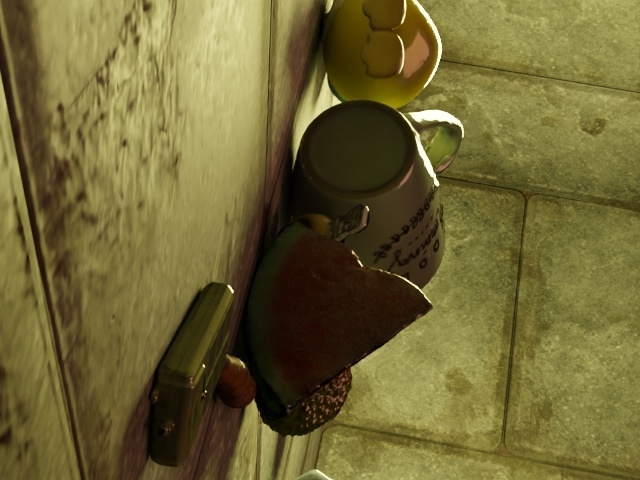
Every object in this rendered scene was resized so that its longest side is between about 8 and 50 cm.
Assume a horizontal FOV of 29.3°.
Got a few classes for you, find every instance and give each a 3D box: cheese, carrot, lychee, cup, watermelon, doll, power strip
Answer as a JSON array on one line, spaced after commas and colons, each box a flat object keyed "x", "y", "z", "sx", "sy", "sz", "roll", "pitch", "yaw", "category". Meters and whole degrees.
[{"x": 0.001, "y": 0.000, "z": 1.301, "sx": 0.162, "sy": 0.036, "sz": 0.086, "roll": -27, "pitch": -139, "yaw": 50, "category": "cheese"}, {"x": -0.078, "y": 0.117, "z": 1.057, "sx": 0.165, "sy": 0.035, "sz": 0.036, "roll": 81, "pitch": 20, "yaw": -70, "category": "carrot"}, {"x": -0.020, "y": 0.153, "z": 1.382, "sx": 0.114, "sy": 0.114, "sz": 0.146, "roll": 93, "pitch": 19, "yaw": -58, "category": "lychee"}, {"x": 0.077, "y": -0.075, "z": 1.456, "sx": 0.258, "sy": 0.186, "sz": 0.234, "roll": -46, "pitch": 157, "yaw": -18, "category": "cup"}, {"x": -0.008, "y": 0.081, "z": 1.208, "sx": 0.202, "sy": 0.136, "sz": 0.207, "roll": -39, "pitch": -162, "yaw": 19, "category": "watermelon"}, {"x": 0.070, "y": -0.242, "z": 1.514, "sx": 0.363, "sy": 0.145, "sz": 0.200, "roll": -132, "pitch": -133, "yaw": -87, "category": "doll"}, {"x": -0.090, "y": 0.095, "z": 0.871, "sx": 0.169, "sy": 0.028, "sz": 0.076, "roll": -71, "pitch": 171, "yaw": -65, "category": "power strip"}]

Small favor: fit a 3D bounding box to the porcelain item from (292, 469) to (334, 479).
[{"x": 0.015, "y": 0.490, "z": 1.858, "sx": 0.178, "sy": 0.242, "sz": 0.405, "roll": -53, "pitch": 161, "yaw": -20, "category": "porcelain item"}]

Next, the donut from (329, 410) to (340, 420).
[{"x": 0.004, "y": 0.197, "z": 2.007, "sx": 0.235, "sy": 0.089, "sz": 0.235, "roll": 12, "pitch": 90, "yaw": -87, "category": "donut"}]
